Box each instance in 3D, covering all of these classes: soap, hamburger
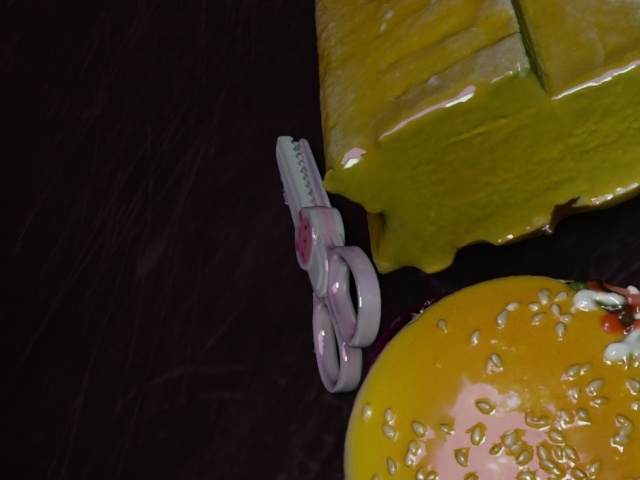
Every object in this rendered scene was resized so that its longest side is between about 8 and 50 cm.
[{"bbox_3d":[0.125,-0.141,0.738,0.259,0.143,0.281,-22,40,15],"label":"soap"},{"bbox_3d":[0.126,0.164,0.593,0.227,0.151,0.295,-8,77,5],"label":"hamburger"}]

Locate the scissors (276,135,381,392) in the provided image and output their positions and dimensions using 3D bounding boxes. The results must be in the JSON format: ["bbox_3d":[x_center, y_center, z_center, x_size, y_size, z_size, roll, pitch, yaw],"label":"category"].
[{"bbox_3d":[0.000,0.000,0.847,0.118,0.031,0.242,107,156,-44],"label":"scissors"}]

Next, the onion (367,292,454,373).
[{"bbox_3d":[0.083,0.084,0.731,0.115,0.104,0.115,-15,44,14],"label":"onion"}]
